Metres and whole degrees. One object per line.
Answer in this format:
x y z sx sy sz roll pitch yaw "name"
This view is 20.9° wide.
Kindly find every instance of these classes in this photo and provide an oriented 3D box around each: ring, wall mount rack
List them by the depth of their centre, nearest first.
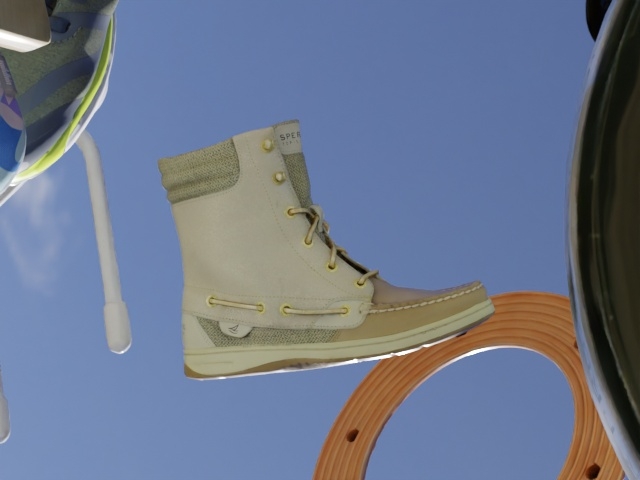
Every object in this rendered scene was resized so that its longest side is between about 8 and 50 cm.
-0.264 -0.025 1.331 0.304 0.130 0.350 49 -42 -5 "wall mount rack"
0.130 0.188 1.503 0.337 0.032 0.336 -27 -140 25 "ring"

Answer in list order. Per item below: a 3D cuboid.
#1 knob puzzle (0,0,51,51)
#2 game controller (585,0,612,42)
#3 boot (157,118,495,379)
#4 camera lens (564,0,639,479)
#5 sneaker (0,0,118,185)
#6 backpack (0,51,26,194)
-0.153 -0.154 0.469 0.030 0.213 0.213 -18 -115 27 "knob puzzle"
0.290 -0.278 1.299 0.067 0.166 0.319 -112 -162 -52 "game controller"
0.000 0.000 1.148 0.213 0.077 0.165 -9 -92 15 "boot"
0.202 0.002 0.415 0.219 0.274 0.219 -4 -98 32 "camera lens"
-0.133 -0.169 0.840 0.121 0.111 0.300 115 -10 -72 "sneaker"
-0.250 -0.092 0.689 0.225 0.191 0.253 -27 -107 17 "backpack"
